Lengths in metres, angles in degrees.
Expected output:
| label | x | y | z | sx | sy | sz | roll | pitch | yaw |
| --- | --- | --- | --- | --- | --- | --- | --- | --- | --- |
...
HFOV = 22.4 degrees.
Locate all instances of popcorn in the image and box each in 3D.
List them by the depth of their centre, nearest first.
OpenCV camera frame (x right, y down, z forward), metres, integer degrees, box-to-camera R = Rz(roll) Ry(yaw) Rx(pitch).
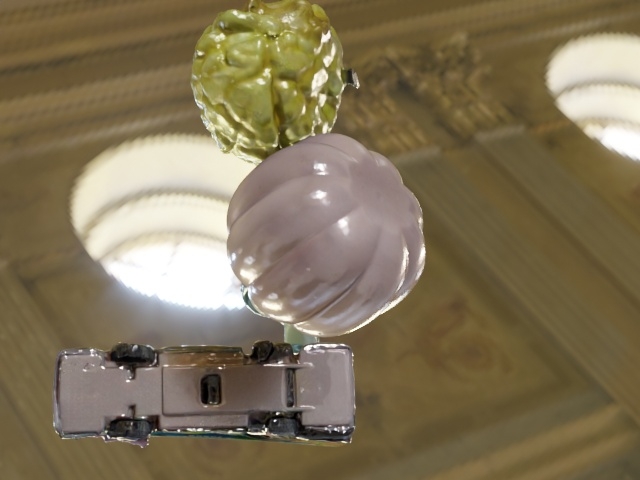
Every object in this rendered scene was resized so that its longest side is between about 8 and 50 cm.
| label | x | y | z | sx | sy | sz | roll | pitch | yaw |
| --- | --- | --- | --- | --- | --- | --- | --- | --- | --- |
| popcorn | -0.043 | -0.152 | 1.544 | 0.142 | 0.174 | 0.173 | -20 | -25 | 30 |

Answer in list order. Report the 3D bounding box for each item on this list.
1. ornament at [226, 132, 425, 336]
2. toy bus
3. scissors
| label | x | y | z | sx | sy | sz | roll | pitch | yaw |
| --- | --- | --- | --- | --- | --- | --- | --- | --- | --- |
| ornament | 0.000 | -0.001 | 1.428 | 0.177 | 0.177 | 0.177 | -25 | -39 | -21 |
| toy bus | -0.124 | 0.169 | 1.729 | 0.316 | 0.113 | 0.138 | 2 | -15 | -5 |
| scissors | -0.026 | 0.120 | 2.065 | 0.138 | 0.041 | 0.289 | 0 | -36 | 4 |
